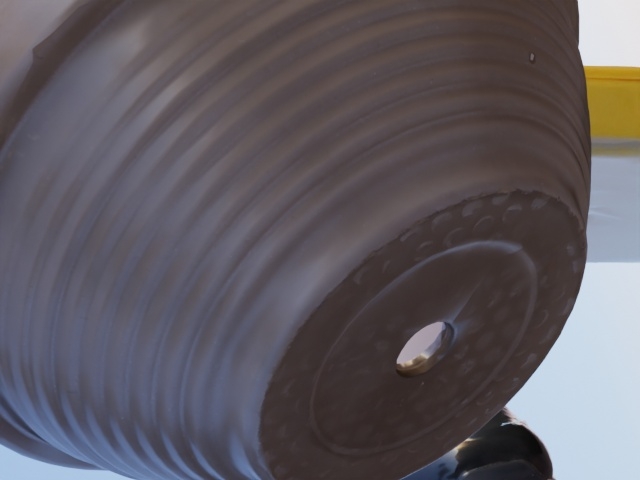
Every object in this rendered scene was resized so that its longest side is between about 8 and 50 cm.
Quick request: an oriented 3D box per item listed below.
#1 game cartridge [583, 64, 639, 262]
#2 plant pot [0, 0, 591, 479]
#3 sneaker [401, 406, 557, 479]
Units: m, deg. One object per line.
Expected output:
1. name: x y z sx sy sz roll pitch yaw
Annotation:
1. game cartridge: 0.203 -0.036 0.970 0.285 0.324 0.052 99 171 -79
2. plant pot: 0.000 0.000 0.550 0.109 0.237 0.237 49 -178 35
3. sneaker: 0.025 0.067 0.890 0.283 0.107 0.124 -174 73 -75
